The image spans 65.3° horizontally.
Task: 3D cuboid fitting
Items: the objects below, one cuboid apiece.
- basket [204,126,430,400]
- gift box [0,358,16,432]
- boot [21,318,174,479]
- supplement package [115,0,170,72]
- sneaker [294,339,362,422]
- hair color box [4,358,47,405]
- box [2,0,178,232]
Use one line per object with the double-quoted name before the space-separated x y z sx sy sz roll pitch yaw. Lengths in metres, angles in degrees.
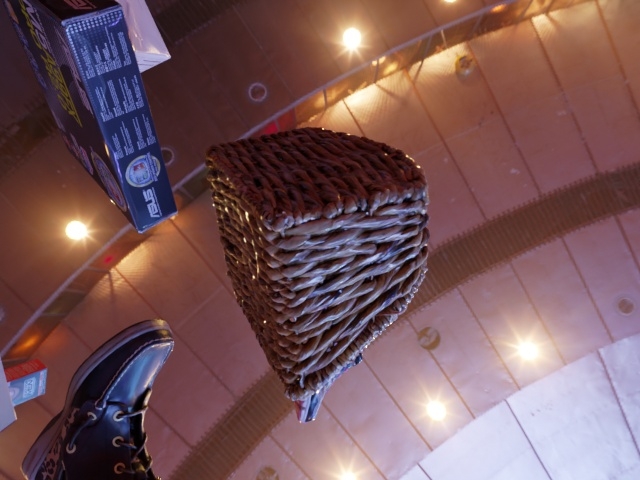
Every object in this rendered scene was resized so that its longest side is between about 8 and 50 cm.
"basket" 0.000 0.000 0.622 0.213 0.299 0.223 -15 -63 -19
"gift box" -0.580 0.180 0.617 0.255 0.276 0.258 -6 -80 5
"boot" -0.293 0.339 0.774 0.284 0.138 0.377 44 -78 24
"supplement package" -0.445 -0.454 0.962 0.145 0.204 0.261 -21 -76 12
"sneaker" 0.017 0.158 0.650 0.075 0.063 0.170 18 -93 -15
"hair color box" -0.636 0.301 1.013 0.043 0.141 0.072 26 -68 27
"box" -0.272 -0.170 0.586 0.060 0.270 0.216 -32 -123 -26
